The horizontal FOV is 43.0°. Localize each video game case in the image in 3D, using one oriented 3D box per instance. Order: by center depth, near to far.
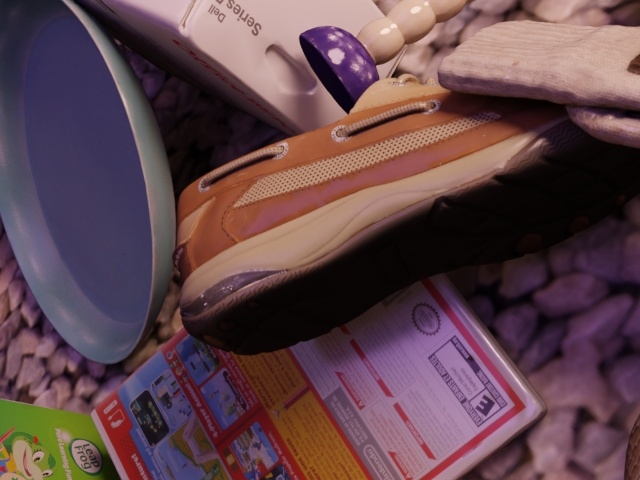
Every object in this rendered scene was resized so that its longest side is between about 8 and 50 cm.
[{"bbox_3d":[-0.020,0.118,0.558,0.285,0.025,0.204,-42,65,14],"label":"video game case"}]

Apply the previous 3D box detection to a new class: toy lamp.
[{"bbox_3d":[0.117,-0.185,0.541,0.274,0.080,0.080,-38,53,-2],"label":"toy lamp"}]

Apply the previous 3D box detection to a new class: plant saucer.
[{"bbox_3d":[-0.206,-0.053,0.684,0.317,0.043,0.318,24,122,44],"label":"plant saucer"}]

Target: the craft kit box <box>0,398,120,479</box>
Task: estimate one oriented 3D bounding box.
[{"bbox_3d":[-0.225,0.217,0.547,0.061,0.246,0.250,-39,54,13],"label":"craft kit box"}]

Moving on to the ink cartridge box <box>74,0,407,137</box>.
[{"bbox_3d":[-0.095,-0.193,0.648,0.273,0.198,0.115,31,90,39],"label":"ink cartridge box"}]

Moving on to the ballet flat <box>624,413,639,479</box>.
[{"bbox_3d":[0.176,0.183,0.393,0.084,0.058,0.250,6,76,37],"label":"ballet flat"}]

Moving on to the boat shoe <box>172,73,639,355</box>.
[{"bbox_3d":[0.057,-0.045,0.480,0.324,0.122,0.120,-21,62,0],"label":"boat shoe"}]

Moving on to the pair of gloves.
[{"bbox_3d":[0.207,-0.117,0.422,0.240,0.042,0.204,-32,41,-31],"label":"pair of gloves"}]
